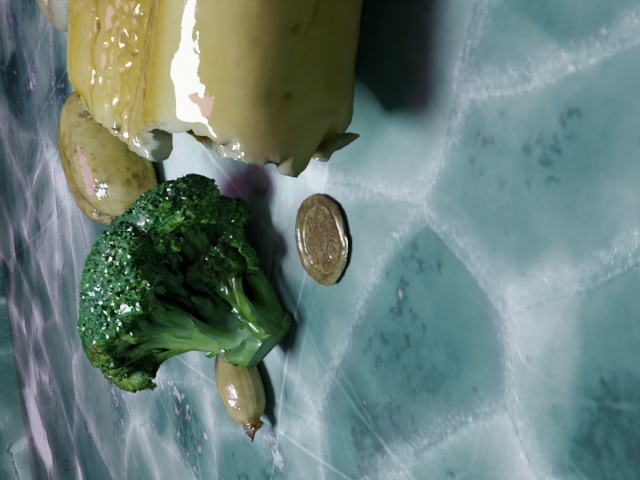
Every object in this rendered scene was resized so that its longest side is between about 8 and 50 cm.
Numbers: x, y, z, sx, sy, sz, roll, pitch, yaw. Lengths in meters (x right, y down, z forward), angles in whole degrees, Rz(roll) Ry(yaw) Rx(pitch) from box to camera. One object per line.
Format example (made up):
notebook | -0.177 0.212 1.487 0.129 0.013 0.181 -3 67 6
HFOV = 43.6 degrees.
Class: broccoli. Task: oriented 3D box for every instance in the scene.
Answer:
broccoli | -0.182 0.068 1.028 0.275 0.308 0.307 36 133 14

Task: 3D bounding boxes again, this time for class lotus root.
lotus root | -0.110 0.204 1.113 0.150 0.062 0.073 69 154 18
lotus root | -0.361 -0.152 1.339 0.160 0.146 0.284 -24 74 39

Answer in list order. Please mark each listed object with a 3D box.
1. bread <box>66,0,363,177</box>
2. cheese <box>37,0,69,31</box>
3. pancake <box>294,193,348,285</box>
bread | -0.077 -0.285 0.769 0.361 0.250 0.394 32 121 47
cheese | -0.449 -0.492 1.412 0.218 0.117 0.235 35 128 50
pancake | 0.001 0.000 0.931 0.115 0.011 0.114 26 122 53
